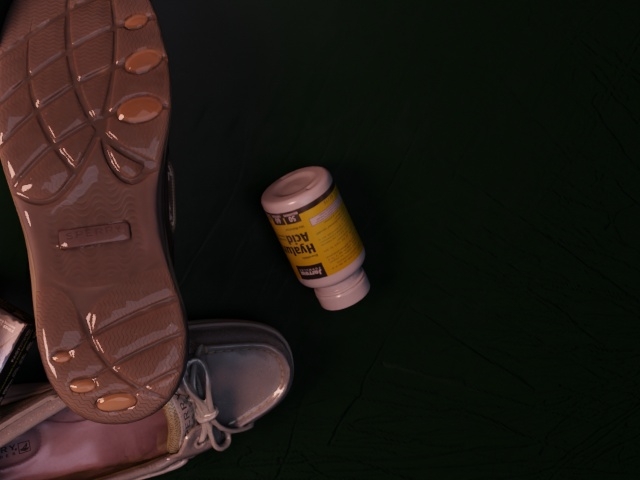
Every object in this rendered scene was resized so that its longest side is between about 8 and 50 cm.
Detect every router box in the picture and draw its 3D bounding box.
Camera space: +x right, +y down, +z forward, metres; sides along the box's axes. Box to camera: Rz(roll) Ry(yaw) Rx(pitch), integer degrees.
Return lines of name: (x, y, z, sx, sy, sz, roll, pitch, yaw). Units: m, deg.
router box: (-0.285, 0.074, 0.944, 0.122, 0.038, 0.092, 28, 91, 9)

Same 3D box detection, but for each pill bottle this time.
pill bottle: (0.000, 0.000, 1.072, 0.065, 0.065, 0.116, -32, 115, -13)

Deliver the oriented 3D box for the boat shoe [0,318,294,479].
boat shoe: (-0.163, 0.150, 1.019, 0.320, 0.103, 0.118, -12, 109, -20)

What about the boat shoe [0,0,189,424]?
boat shoe: (-0.174, -0.039, 0.943, 0.132, 0.130, 0.355, -3, 83, -9)
